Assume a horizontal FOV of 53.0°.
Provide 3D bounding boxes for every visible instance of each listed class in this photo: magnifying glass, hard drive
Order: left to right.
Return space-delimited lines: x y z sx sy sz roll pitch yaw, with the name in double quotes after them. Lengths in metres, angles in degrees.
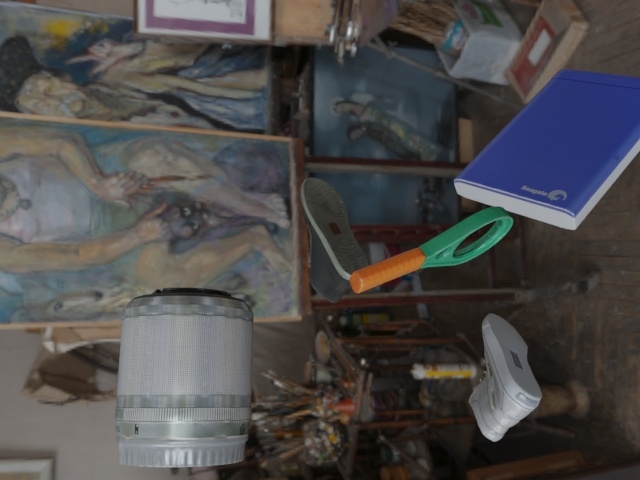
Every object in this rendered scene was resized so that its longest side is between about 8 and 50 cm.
0.136 0.014 0.761 0.026 0.231 0.092 59 151 26 "magnifying glass"
0.394 -0.161 1.028 0.210 0.319 0.040 24 151 44 "hard drive"

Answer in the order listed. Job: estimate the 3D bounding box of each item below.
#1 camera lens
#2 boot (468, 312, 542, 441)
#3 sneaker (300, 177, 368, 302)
-0.223 0.224 1.069 0.219 0.220 0.274 147 125 -66 "camera lens"
0.309 0.240 1.152 0.123 0.095 0.258 -56 7 23 "boot"
0.000 0.000 1.170 0.118 0.083 0.222 -53 50 48 "sneaker"
